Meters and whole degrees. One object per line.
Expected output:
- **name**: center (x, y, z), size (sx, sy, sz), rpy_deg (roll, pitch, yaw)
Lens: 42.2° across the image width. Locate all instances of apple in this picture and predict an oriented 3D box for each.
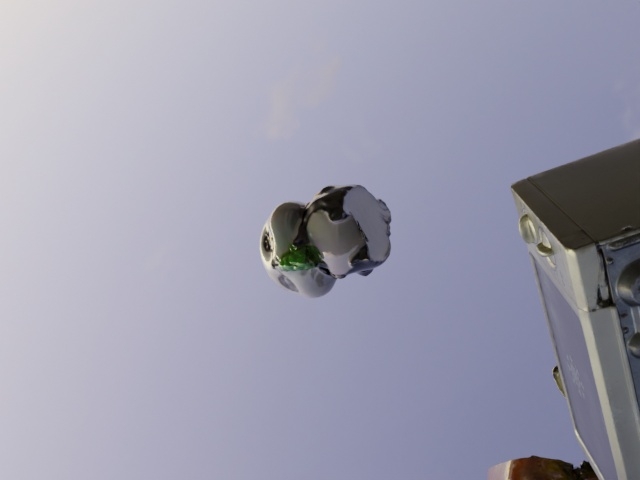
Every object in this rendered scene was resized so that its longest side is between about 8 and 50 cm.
- **apple**: center (0.479, 0.475, 1.527), size (0.329, 0.365, 0.295), rpy_deg (-42, -120, 1)

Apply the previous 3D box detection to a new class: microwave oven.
- **microwave oven**: center (0.261, 0.058, 0.579), size (0.194, 0.240, 0.145), rpy_deg (-18, -158, 5)

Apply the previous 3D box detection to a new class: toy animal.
- **toy animal**: center (-0.004, 0.004, 1.678), size (0.267, 0.212, 0.212), rpy_deg (-24, -148, 23)

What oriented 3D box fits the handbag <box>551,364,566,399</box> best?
- **handbag**: center (0.561, 0.172, 1.260), size (0.358, 0.236, 0.160), rpy_deg (-51, 162, 28)
